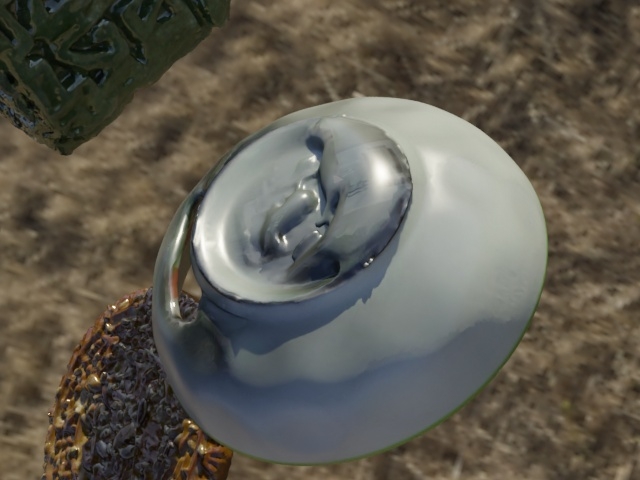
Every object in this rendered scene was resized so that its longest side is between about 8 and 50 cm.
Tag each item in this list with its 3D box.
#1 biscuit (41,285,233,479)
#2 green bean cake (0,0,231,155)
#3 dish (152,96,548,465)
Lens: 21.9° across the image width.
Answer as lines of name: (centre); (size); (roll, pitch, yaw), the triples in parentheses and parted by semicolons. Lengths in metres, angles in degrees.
biscuit: (-0.182, 0.186, 1.569); (0.305, 0.038, 0.305); (-24, 58, 44)
green bean cake: (-0.217, -0.233, 1.450); (0.255, 0.241, 0.132); (-41, 42, -14)
dish: (0.000, 0.000, 1.256); (0.324, 0.124, 0.324); (-14, 49, 17)
